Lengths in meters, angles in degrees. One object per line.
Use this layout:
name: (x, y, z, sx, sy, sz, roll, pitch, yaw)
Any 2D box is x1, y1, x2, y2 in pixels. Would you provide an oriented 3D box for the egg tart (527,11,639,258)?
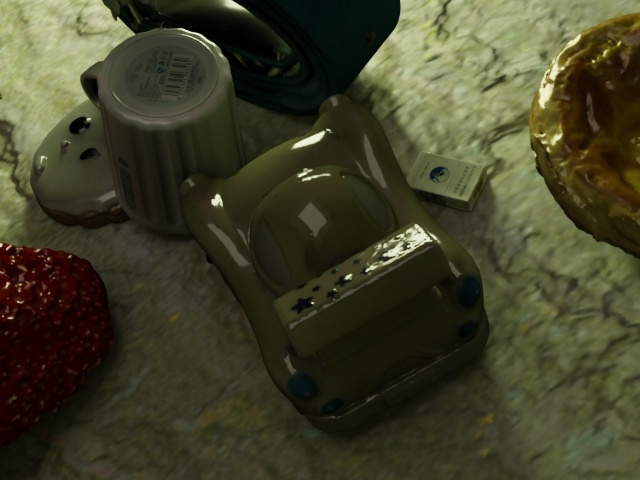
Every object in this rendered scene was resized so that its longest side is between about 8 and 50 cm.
egg tart: (0.382, -0.099, 1.142, 0.341, 0.129, 0.341, -9, 53, 12)

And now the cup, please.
cup: (-0.196, -0.133, 1.295, 0.221, 0.202, 0.167, 10, 59, 6)

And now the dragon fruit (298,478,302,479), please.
dragon fruit: (-0.018, 0.289, 1.028, 0.142, 0.130, 0.121, 7, 92, 22)

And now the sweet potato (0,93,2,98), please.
sweet potato: (-0.485, -0.222, 1.587, 0.117, 0.049, 0.049, 30, 70, 37)

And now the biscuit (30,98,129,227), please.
biscuit: (-0.292, -0.111, 1.443, 0.181, 0.049, 0.208, -5, 57, 15)

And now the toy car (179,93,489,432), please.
toy car: (0.000, 0.000, 1.146, 0.242, 0.226, 0.336, -30, 53, -2)

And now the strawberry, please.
strawberry: (-0.405, 0.097, 1.222, 0.351, 0.267, 0.312, -23, 41, -29)

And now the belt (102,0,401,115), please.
belt: (-0.112, -0.320, 1.363, 0.436, 0.300, 0.173, 22, 66, 31)

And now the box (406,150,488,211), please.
box: (0.143, -0.068, 1.271, 0.083, 0.024, 0.054, 16, 65, 27)
